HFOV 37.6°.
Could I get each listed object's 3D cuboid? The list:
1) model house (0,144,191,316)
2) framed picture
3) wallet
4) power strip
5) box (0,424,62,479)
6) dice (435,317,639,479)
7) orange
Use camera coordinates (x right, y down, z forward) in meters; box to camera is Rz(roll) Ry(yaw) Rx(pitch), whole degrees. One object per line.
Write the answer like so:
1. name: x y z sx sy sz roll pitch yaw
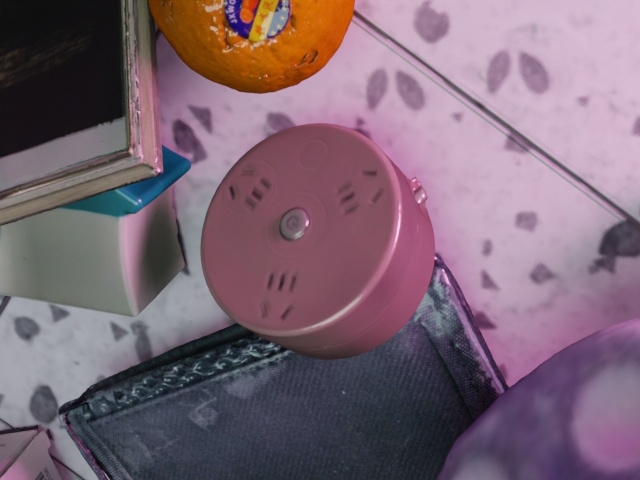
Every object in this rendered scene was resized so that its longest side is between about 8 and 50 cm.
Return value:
1. model house: -0.173 -0.034 0.703 0.127 0.100 0.149 9 115 11
2. framed picture: -0.243 -0.110 0.660 0.293 0.018 0.231 -16 67 20
3. wallet: -0.009 0.162 0.754 0.342 0.075 0.237 -23 110 20
4. power strip: 0.000 0.000 0.641 0.154 0.078 0.154 -10 65 24
5. box: -0.383 0.297 0.868 0.332 0.145 0.173 -12 110 19
6. dice: 0.236 0.226 0.560 0.270 0.270 0.271 28 126 -27
7. orange: -0.043 -0.166 0.608 0.135 0.117 0.136 -3 125 -4
